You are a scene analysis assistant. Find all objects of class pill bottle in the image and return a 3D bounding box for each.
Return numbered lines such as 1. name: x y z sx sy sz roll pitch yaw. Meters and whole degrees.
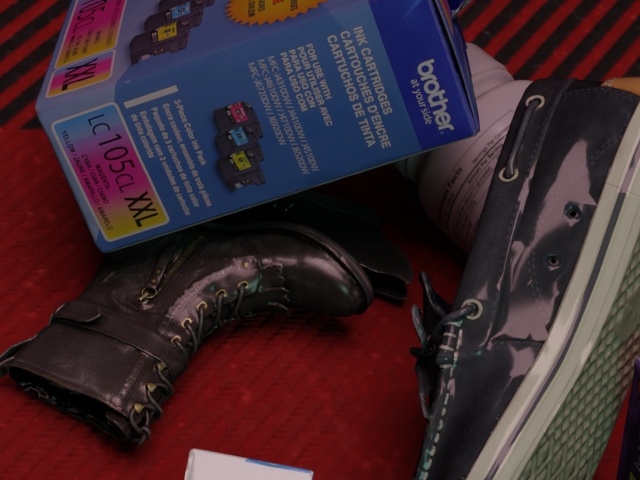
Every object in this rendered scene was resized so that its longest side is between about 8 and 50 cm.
1. pill bottle: 0.190 -0.041 1.417 0.160 0.160 0.283 -29 61 -28

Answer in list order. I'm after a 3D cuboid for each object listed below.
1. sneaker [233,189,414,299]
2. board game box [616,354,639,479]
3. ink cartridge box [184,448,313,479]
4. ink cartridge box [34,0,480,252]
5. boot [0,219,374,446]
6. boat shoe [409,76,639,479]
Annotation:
1. sneaker: -0.001 0.002 1.422 0.170 0.051 0.089 11 46 -5
2. board game box: 0.315 0.262 1.122 0.056 0.208 0.347 -18 46 -12
3. ink cartridge box: -0.062 0.222 1.185 0.092 0.143 0.090 10 68 -1
4. ink cartridge box: -0.020 -0.167 1.355 0.395 0.151 0.270 -16 30 8
5. boot: -0.110 0.079 1.326 0.263 0.091 0.229 15 50 16
6. boat shoe: 0.144 0.093 1.221 0.156 0.187 0.500 19 80 27
